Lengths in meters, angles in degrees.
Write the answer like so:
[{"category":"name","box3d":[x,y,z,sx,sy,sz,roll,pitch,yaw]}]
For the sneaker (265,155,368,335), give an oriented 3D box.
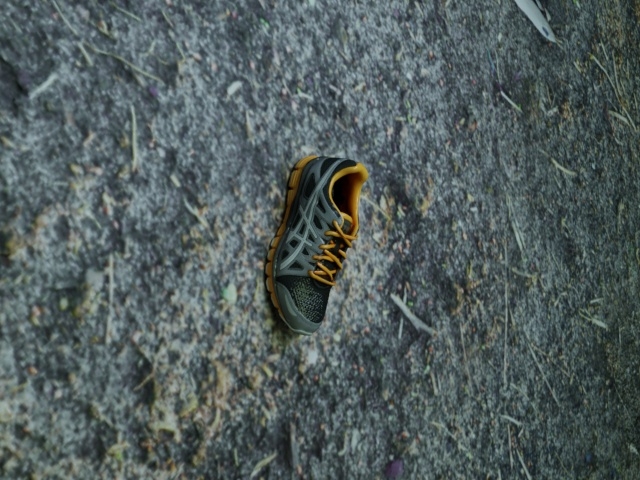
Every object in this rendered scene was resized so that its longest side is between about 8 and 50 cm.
[{"category":"sneaker","box3d":[0.000,0.000,1.033,0.084,0.083,0.215,24,68,-46]}]
